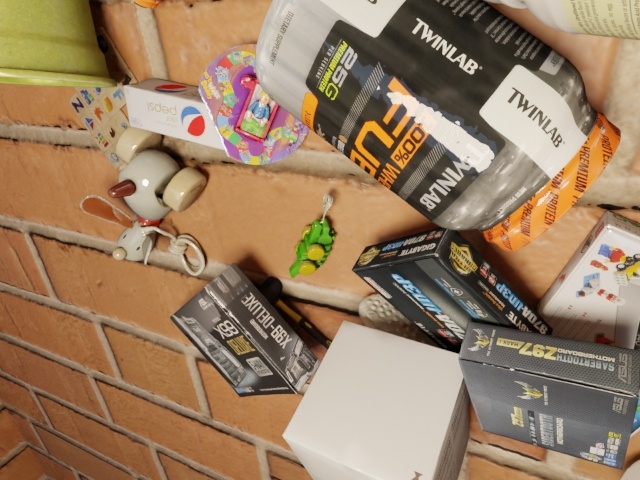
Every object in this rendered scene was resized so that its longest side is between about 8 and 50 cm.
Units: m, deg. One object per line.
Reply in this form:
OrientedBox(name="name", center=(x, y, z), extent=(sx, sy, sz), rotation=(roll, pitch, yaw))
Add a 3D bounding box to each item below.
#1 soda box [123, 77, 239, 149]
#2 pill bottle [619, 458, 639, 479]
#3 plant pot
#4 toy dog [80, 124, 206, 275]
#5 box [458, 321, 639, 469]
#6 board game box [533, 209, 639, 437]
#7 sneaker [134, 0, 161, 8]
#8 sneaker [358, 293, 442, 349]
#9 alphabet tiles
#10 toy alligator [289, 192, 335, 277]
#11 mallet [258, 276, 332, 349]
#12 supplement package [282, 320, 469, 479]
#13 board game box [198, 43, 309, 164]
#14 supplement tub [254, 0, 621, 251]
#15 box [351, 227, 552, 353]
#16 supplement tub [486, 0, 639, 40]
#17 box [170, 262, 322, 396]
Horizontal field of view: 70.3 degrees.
OrientedBox(name="soda box", center=(-0.208, -0.206, 0.735), extent=(0.216, 0.074, 0.069), rotation=(18, 125, 20))
OrientedBox(name="pill bottle", center=(0.563, 0.440, 0.612), extent=(0.301, 0.169, 0.169), rotation=(43, 130, 1))
OrientedBox(name="plant pot", center=(-0.465, -0.370, 0.681), extent=(0.276, 0.276, 0.253), rotation=(10, 108, 25))
OrientedBox(name="toy dog", center=(-0.343, -0.048, 0.849), extent=(0.220, 0.161, 0.333), rotation=(26, 129, 16))
OrientedBox(name="box", center=(0.290, 0.202, 0.584), extent=(0.184, 0.059, 0.232), rotation=(6, 141, 32))
OrientedBox(name="board game box", center=(0.387, 0.130, 0.602), extent=(0.193, 0.053, 0.305), rotation=(28, 128, 15))
OrientedBox(name="sneaker", center=(-0.272, -0.450, 0.634), extent=(0.087, 0.083, 0.221), rotation=(-21, 112, 24))
OrientedBox(name="sneaker", center=(0.151, 0.186, 0.760), extent=(0.235, 0.090, 0.094), rotation=(39, 140, 6))
OrientedBox(name="alphabet tiles", center=(-0.410, -0.274, 0.857), extent=(0.198, 0.009, 0.237), rotation=(-21, 105, 38))
OrientedBox(name="toy alligator", center=(0.000, 0.000, 0.757), extent=(0.051, 0.056, 0.189), rotation=(7, 132, -24))
OrientedBox(name="mallet", center=(-0.043, 0.143, 0.882), extent=(0.190, 0.062, 0.039), rotation=(37, 133, -13))
OrientedBox(name="supplement package", center=(0.105, 0.296, 0.692), extent=(0.199, 0.198, 0.262), rotation=(12, 141, 28))
OrientedBox(name="board game box", center=(-0.090, -0.190, 0.646), extent=(0.168, 0.133, 0.033), rotation=(69, 170, -19))
OrientedBox(name="supplement tub", center=(0.116, -0.153, 0.490), extent=(0.338, 0.207, 0.207), rotation=(38, 130, 6))
OrientedBox(name="box", center=(0.176, 0.079, 0.628), extent=(0.220, 0.051, 0.175), rotation=(42, 153, -18))
OrientedBox(name="supplement tub", center=(0.273, -0.245, 0.277), extent=(0.325, 0.236, 0.235), rotation=(32, 133, 40))
OrientedBox(name="box", center=(-0.164, 0.193, 0.900), extent=(0.242, 0.076, 0.307), rotation=(50, 146, -5))
